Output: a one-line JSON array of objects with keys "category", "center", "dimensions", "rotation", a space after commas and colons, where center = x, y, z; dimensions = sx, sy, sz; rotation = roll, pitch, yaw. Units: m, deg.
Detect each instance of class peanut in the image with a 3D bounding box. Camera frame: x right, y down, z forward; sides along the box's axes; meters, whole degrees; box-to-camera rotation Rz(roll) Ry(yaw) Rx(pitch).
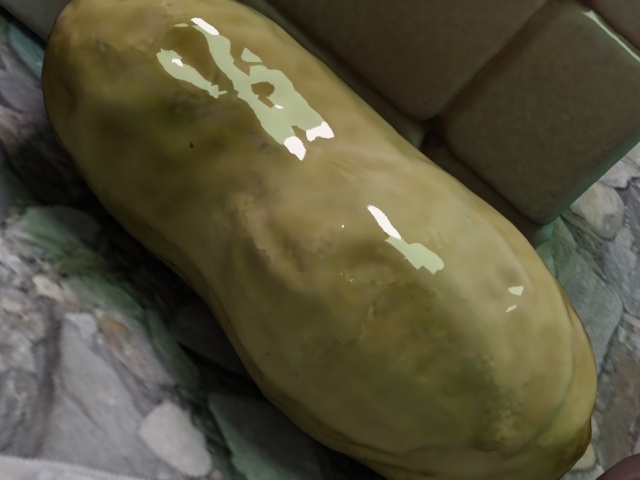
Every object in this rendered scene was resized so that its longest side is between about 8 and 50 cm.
[{"category": "peanut", "center": [0.000, 0.000, 0.658], "dimensions": [0.319, 0.147, 0.147], "rotation": [45, 30, -3]}]

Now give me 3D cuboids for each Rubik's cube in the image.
[{"category": "Rubik's cube", "center": [0.066, -0.200, 0.809], "dimensions": [0.319, 0.316, 0.322], "rotation": [40, 32, -8]}]

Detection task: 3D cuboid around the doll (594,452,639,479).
[{"category": "doll", "center": [0.194, 0.187, 0.704], "dimensions": [0.145, 0.096, 0.188], "rotation": [-7, 67, -44]}]
